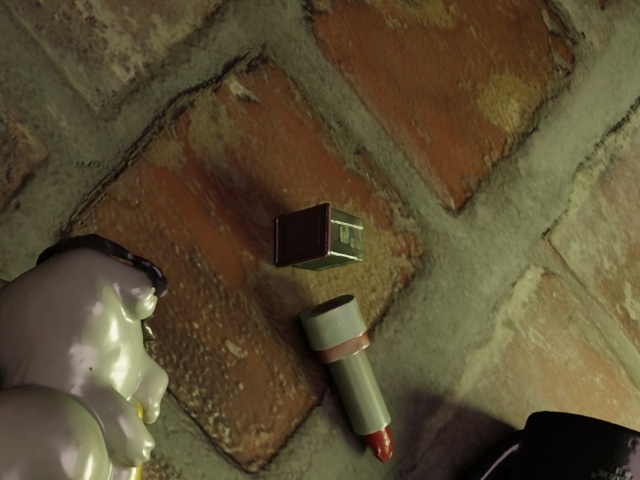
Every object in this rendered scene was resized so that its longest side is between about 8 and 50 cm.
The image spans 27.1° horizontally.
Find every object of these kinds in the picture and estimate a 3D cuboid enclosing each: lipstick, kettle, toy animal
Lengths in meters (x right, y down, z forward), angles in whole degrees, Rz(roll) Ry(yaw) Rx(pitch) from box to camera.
[{"bbox_3d":[0.038,0.156,1.443,0.063,0.057,0.186,-22,99,-10],"label":"lipstick"},{"bbox_3d":[0.259,0.350,1.493,0.268,0.207,0.290,23,72,1],"label":"kettle"},{"bbox_3d":[-0.249,0.152,1.118,0.247,0.183,0.310,38,52,-12],"label":"toy animal"}]

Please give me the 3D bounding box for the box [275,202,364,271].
[{"bbox_3d":[0.000,0.000,1.433,0.063,0.085,0.060,13,70,-42],"label":"box"}]
